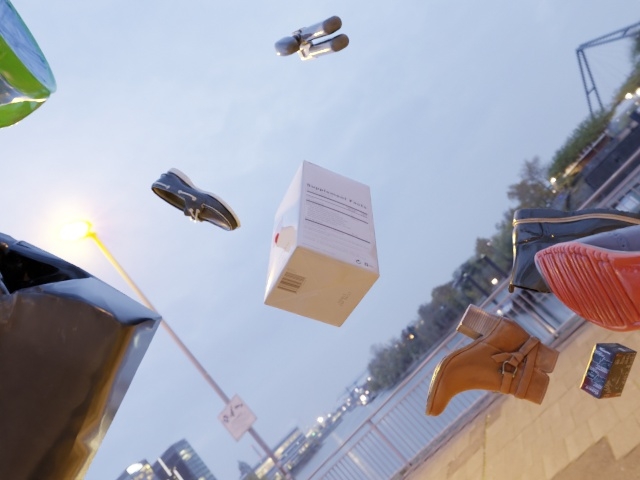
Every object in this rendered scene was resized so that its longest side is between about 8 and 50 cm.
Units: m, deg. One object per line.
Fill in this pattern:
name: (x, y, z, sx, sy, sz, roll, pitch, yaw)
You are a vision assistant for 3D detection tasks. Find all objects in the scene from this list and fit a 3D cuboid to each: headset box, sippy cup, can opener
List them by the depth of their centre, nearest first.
headset box: (0.427, 0.197, 0.699, 0.062, 0.032, 0.084, 6, -77, -30)
sippy cup: (-0.571, -0.283, 0.703, 0.223, 0.240, 0.306, -28, -50, -7)
can opener: (-0.023, -0.442, 1.059, 0.093, 0.074, 0.280, -35, 25, -12)

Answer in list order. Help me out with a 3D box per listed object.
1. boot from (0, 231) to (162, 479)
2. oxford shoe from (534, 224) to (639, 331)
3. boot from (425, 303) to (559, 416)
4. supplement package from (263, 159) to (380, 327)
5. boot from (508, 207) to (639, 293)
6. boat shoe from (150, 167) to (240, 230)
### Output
boot: (-0.391, 0.183, 0.379, 0.446, 0.366, 0.146, -64, 13, 5)
oxford shoe: (0.318, 0.026, 0.447, 0.098, 0.097, 0.271, -29, 5, -11)
boot: (0.259, 0.211, 0.717, 0.197, 0.152, 0.073, -59, -18, -8)
supplement package: (0.000, 0.000, 1.000, 0.293, 0.175, 0.178, -89, 24, -49)
boot: (0.394, 0.025, 0.720, 0.076, 0.197, 0.137, 23, -105, -44)
boat shoe: (-0.366, -0.101, 1.371, 0.091, 0.302, 0.114, -45, -27, -30)
